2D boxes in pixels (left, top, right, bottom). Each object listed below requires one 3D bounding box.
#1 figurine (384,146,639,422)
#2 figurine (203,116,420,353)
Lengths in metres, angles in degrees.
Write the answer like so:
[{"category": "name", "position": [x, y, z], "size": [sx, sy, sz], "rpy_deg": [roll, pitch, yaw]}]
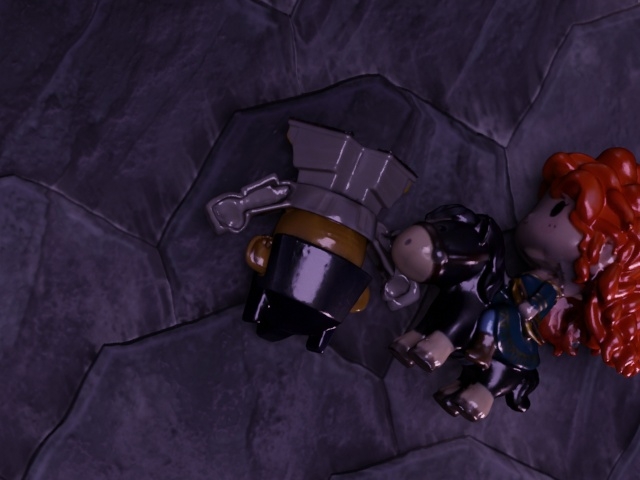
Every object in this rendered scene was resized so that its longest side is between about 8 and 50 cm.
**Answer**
[{"category": "figurine", "position": [0.274, 0.056, 1.727], "size": [0.411, 0.241, 0.306], "rpy_deg": [-16, 80, -12]}, {"category": "figurine", "position": [-0.003, -0.002, 1.722], "size": [0.308, 0.143, 0.309], "rpy_deg": [0, 77, -1]}]
